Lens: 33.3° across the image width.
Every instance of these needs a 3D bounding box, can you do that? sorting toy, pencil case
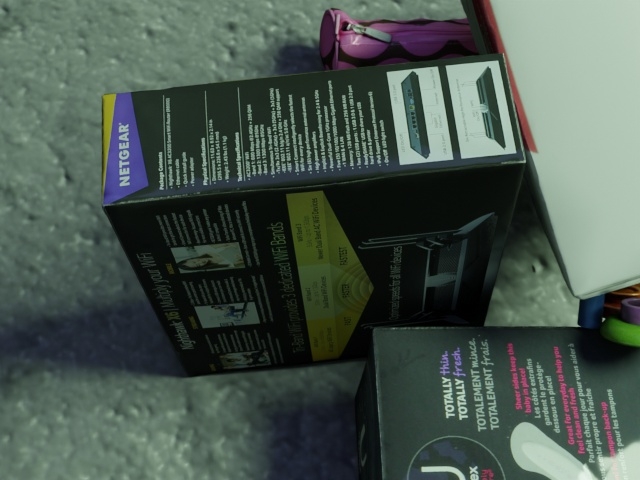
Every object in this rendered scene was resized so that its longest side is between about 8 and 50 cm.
[{"bbox_3d":[0.213,0.040,0.754,0.061,0.102,0.042,1,104,0],"label":"sorting toy"},{"bbox_3d":[0.105,-0.175,0.985,0.209,0.098,0.095,-4,62,-7],"label":"pencil case"}]

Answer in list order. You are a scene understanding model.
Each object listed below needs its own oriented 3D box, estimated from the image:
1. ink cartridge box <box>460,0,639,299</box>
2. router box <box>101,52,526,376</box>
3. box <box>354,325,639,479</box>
[{"bbox_3d":[0.195,-0.114,0.794,0.131,0.306,0.226,-19,102,11],"label":"ink cartridge box"},{"bbox_3d":[0.000,0.000,0.749,0.243,0.309,0.081,-6,64,-1],"label":"router box"},{"bbox_3d":[0.167,0.163,0.779,0.270,0.143,0.165,1,60,-5],"label":"box"}]
